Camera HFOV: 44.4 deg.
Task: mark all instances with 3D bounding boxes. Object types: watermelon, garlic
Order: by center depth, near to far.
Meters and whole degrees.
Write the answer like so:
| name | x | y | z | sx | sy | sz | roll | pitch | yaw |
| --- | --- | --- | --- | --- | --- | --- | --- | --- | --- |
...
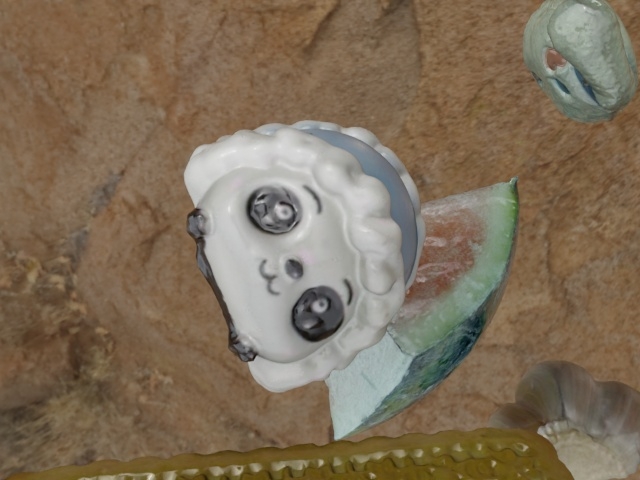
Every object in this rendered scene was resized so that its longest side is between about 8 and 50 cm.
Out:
| name | x | y | z | sx | sy | sz | roll | pitch | yaw |
| --- | --- | --- | --- | --- | --- | --- | --- | --- | --- |
| watermelon | 0.087 | 0.051 | 0.970 | 0.258 | 0.387 | 0.228 | 30 | 157 | 13 |
| garlic | 0.353 | 0.293 | 1.131 | 0.210 | 0.292 | 0.238 | 31 | 93 | 9 |

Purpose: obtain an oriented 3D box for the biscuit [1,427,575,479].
| name | x | y | z | sx | sy | sz | roll | pitch | yaw |
| --- | --- | --- | --- | --- | --- | --- | --- | --- | --- |
| biscuit | 0.000 | 0.139 | 0.278 | 0.254 | 0.172 | 0.029 | -2 | 122 | -10 |

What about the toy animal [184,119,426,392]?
| name | x | y | z | sx | sy | sz | roll | pitch | yaw |
| --- | --- | --- | --- | --- | --- | --- | --- | --- | --- |
| toy animal | 0.000 | 0.000 | 0.623 | 0.155 | 0.204 | 0.208 | -17 | 97 | 15 |

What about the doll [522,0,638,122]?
| name | x | y | z | sx | sy | sz | roll | pitch | yaw |
| --- | --- | --- | --- | --- | --- | --- | --- | --- | --- |
| doll | 0.199 | -0.139 | 0.598 | 0.071 | 0.214 | 0.104 | -38 | 89 | 9 |
